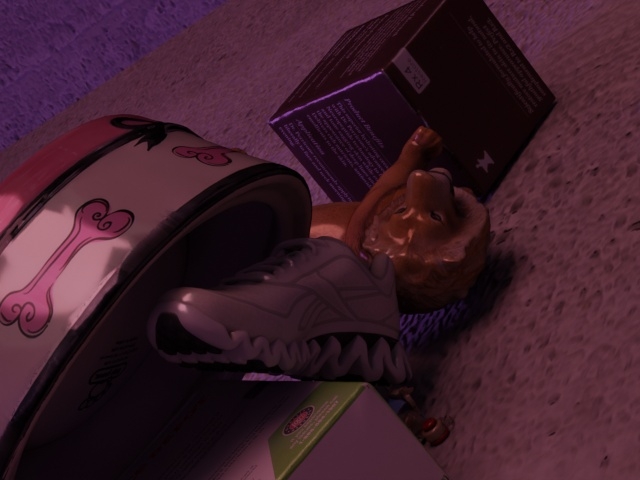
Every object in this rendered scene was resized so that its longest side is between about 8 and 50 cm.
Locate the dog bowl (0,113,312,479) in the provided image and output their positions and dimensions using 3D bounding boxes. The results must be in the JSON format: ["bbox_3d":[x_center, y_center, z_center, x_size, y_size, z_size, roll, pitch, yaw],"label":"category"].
[{"bbox_3d":[-0.187,0.075,1.460,0.408,0.150,0.408,-49,-17,-20],"label":"dog bowl"}]

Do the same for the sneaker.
[{"bbox_3d":[-0.031,0.051,1.404,0.110,0.292,0.118,1,85,34],"label":"sneaker"}]

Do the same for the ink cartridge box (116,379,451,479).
[{"bbox_3d":[-0.058,0.214,1.390,0.198,0.115,0.273,-48,18,-23],"label":"ink cartridge box"}]

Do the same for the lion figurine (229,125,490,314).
[{"bbox_3d":[0.000,0.000,1.679,0.392,0.142,0.240,-13,26,33],"label":"lion figurine"}]

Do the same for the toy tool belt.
[{"bbox_3d":[0.062,0.141,1.429,0.052,0.051,0.083,-50,20,-27],"label":"toy tool belt"}]

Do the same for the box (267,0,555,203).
[{"bbox_3d":[0.093,-0.134,1.837,0.203,0.168,0.167,-18,26,50],"label":"box"}]
